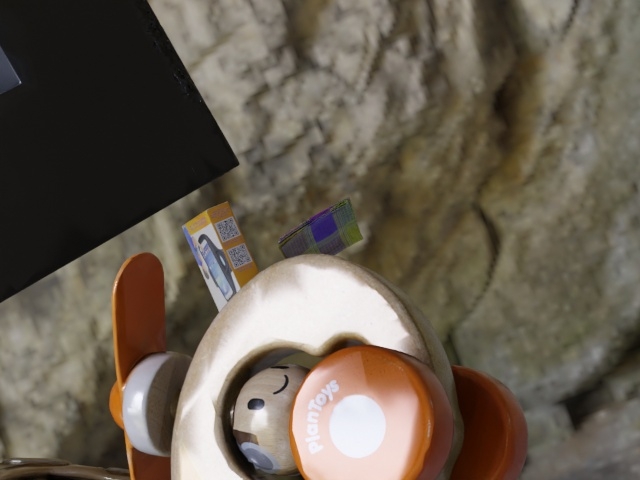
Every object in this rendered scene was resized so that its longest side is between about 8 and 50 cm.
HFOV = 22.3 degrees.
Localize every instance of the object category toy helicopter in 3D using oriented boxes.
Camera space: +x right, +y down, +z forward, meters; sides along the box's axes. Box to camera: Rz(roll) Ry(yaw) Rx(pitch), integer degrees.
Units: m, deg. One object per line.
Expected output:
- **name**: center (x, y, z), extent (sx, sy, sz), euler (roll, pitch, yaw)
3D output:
- **toy helicopter**: center (-0.065, 0.165, 0.920), extent (0.355, 0.235, 0.140), euler (-59, -28, 7)

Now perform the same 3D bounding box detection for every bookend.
- **bookend**: center (-0.146, -0.059, 0.721), extent (0.157, 0.156, 0.072), euler (-34, 6, -33)

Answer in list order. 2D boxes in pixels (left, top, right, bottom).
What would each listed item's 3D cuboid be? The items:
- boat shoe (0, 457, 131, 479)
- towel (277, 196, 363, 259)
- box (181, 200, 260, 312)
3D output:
- **boat shoe**: center (-0.227, 0.212, 1.214), extent (0.341, 0.121, 0.110), euler (-4, -28, 10)
- **towel**: center (0.000, 0.000, 1.531), extent (0.083, 0.060, 0.009), euler (-31, 46, -13)
- **box**: center (-0.082, 0.037, 1.512), extent (0.028, 0.136, 0.081), euler (-22, -2, -23)
